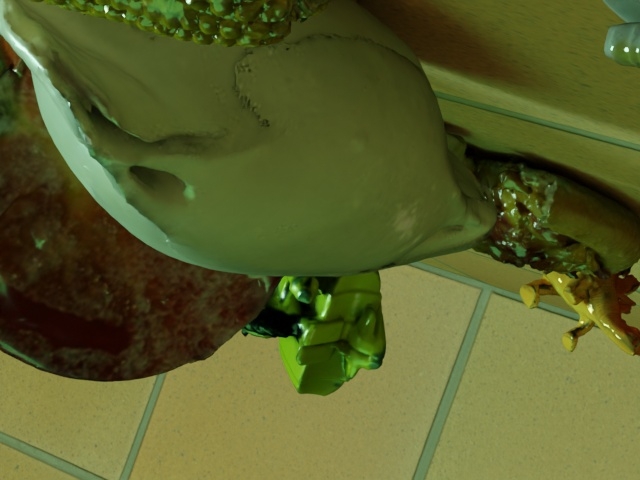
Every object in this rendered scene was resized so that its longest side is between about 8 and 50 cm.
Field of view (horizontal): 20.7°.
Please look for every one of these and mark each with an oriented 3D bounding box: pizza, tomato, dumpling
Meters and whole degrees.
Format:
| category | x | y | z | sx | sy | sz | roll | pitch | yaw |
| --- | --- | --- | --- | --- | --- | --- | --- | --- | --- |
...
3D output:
| category | x | y | z | sx | sy | sz | roll | pitch | yaw |
| --- | --- | --- | --- | --- | --- | --- | --- | --- | --- |
| pizza | 0.169 | -0.020 | 1.533 | 0.229 | 0.081 | 0.289 | 20 | 179 | 17 |
| tomato | -0.159 | -0.061 | 1.294 | 0.309 | 0.309 | 0.170 | 22 | -161 | -31 |
| dumpling | -0.056 | -0.090 | 1.027 | 0.341 | 0.181 | 0.260 | -13 | -140 | -34 |

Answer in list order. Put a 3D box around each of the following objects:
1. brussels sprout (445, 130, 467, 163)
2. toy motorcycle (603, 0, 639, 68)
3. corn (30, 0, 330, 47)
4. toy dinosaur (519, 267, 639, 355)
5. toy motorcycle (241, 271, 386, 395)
| category | x | y | z | sx | sy | sz | roll | pitch | yaw |
| --- | --- | --- | --- | --- | --- | --- | --- | --- | --- |
| brussels sprout | 0.025 | -0.073 | 1.435 | 0.181 | 0.100 | 0.139 | 23 | 166 | 22 |
| toy motorcycle | 0.192 | -0.063 | 0.568 | 0.225 | 0.073 | 0.152 | 19 | 180 | 9 |
| corn | -0.131 | -0.154 | 0.787 | 0.293 | 0.106 | 0.106 | 20 | 177 | 5 |
| toy dinosaur | 0.248 | 0.025 | 1.719 | 0.117 | 0.070 | 0.288 | -12 | -144 | -23 |
| toy motorcycle | -0.001 | 0.002 | 1.572 | 0.206 | 0.142 | 0.342 | 5 | -149 | -7 |
